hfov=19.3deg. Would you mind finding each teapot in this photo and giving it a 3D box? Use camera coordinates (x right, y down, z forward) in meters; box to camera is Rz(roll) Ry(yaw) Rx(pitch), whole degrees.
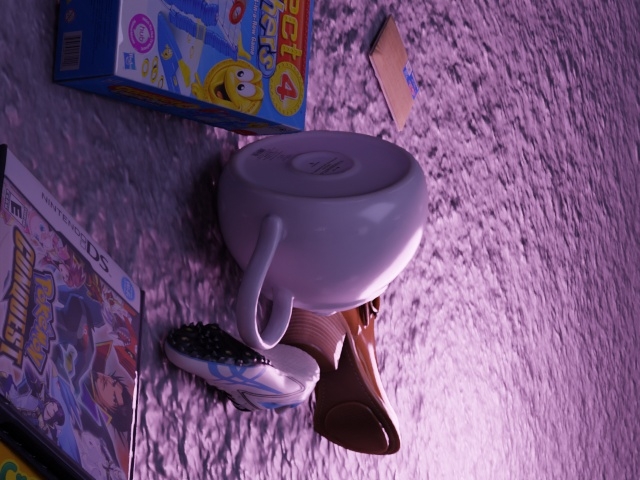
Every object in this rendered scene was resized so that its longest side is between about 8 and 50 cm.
[{"bbox_3d":[0.000,0.000,2.101,0.252,0.256,0.187,-128,-145,-60],"label":"teapot"}]

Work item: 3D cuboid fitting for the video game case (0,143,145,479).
[{"bbox_3d":[-0.242,0.087,1.717,0.248,0.035,0.275,52,27,-42],"label":"video game case"}]

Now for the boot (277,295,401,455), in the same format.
[{"bbox_3d":[0.037,0.114,2.304,0.283,0.109,0.220,51,39,-38],"label":"boot"}]

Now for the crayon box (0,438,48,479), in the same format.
[{"bbox_3d":[-0.288,0.297,1.650,0.202,0.081,0.318,38,53,-55],"label":"crayon box"}]

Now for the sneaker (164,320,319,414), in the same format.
[{"bbox_3d":[-0.089,0.148,2.064,0.237,0.085,0.086,20,107,-52],"label":"sneaker"}]

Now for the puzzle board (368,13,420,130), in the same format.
[{"bbox_3d":[0.099,-0.227,2.545,0.128,0.011,0.096,67,32,-34],"label":"puzzle board"}]

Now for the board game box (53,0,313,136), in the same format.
[{"bbox_3d":[-0.130,-0.285,1.951,0.302,0.086,0.308,12,80,-52],"label":"board game box"}]
